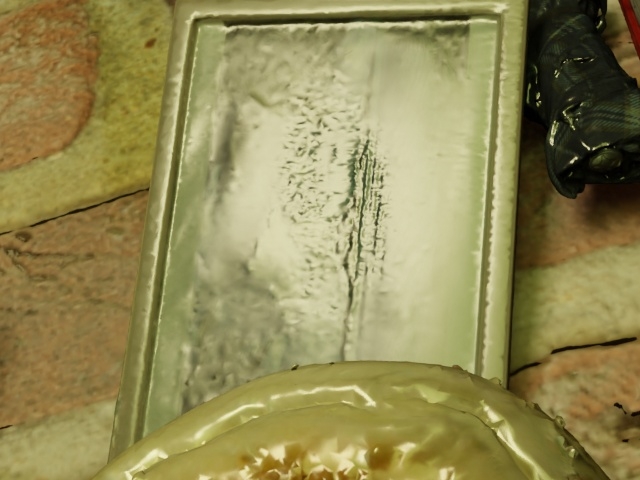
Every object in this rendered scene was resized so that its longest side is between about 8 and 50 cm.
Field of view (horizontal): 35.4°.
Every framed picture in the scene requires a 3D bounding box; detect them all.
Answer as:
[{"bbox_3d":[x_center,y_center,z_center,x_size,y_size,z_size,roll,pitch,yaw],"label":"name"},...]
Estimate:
[{"bbox_3d":[0.000,0.000,0.594,0.232,0.024,0.315,1,78,16],"label":"framed picture"}]

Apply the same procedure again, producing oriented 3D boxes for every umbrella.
[{"bbox_3d":[0.150,-0.120,0.629,0.080,0.071,0.224,-5,54,-6],"label":"umbrella"}]

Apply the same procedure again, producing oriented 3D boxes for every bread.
[{"bbox_3d":[0.011,0.202,0.443,0.305,0.159,0.306,-5,66,12],"label":"bread"}]

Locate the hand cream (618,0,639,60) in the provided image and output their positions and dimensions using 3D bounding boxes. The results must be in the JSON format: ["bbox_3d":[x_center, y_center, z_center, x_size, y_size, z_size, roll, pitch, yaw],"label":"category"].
[{"bbox_3d":[0.244,-0.161,0.533,0.149,0.230,0.230,-17,60,7],"label":"hand cream"}]
